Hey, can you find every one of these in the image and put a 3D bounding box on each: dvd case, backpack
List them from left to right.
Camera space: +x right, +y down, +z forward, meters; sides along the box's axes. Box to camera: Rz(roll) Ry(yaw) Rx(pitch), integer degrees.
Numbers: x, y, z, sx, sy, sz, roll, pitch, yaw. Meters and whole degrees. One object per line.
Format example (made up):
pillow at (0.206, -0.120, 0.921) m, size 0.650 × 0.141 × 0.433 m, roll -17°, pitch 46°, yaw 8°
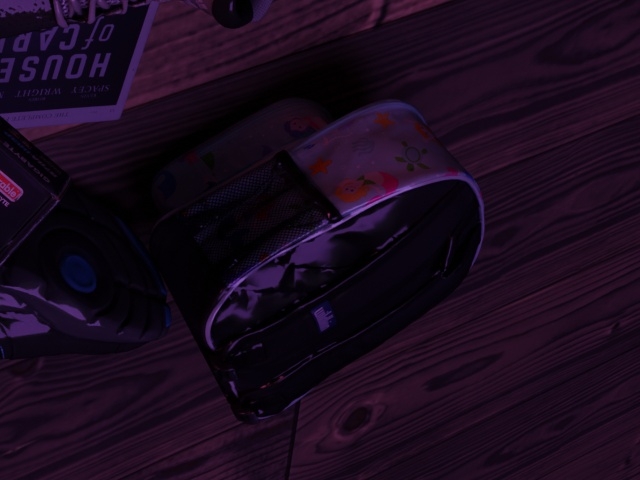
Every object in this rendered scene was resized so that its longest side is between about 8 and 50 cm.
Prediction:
dvd case at (-0.178, -0.170, 0.926) m, size 0.179 × 0.029 × 0.238 m, roll -9°, pitch 137°, yaw -38°
backpack at (0.000, 0.000, 1.166) m, size 0.253 × 0.191 × 0.225 m, roll -28°, pitch 149°, yaw -6°

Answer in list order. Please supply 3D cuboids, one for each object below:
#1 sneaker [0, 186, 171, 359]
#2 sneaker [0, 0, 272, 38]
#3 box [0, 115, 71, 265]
sneaker at (-0.258, 0.031, 1.043) m, size 0.140 × 0.125 × 0.341 m, roll -38°, pitch 147°, yaw 31°
sneaker at (-0.107, -0.160, 0.857) m, size 0.229 × 0.132 × 0.086 m, roll -31°, pitch 146°, yaw -13°
box at (-0.284, -0.040, 0.836) m, size 0.175 × 0.220 × 0.051 m, roll -45°, pitch -168°, yaw 12°
